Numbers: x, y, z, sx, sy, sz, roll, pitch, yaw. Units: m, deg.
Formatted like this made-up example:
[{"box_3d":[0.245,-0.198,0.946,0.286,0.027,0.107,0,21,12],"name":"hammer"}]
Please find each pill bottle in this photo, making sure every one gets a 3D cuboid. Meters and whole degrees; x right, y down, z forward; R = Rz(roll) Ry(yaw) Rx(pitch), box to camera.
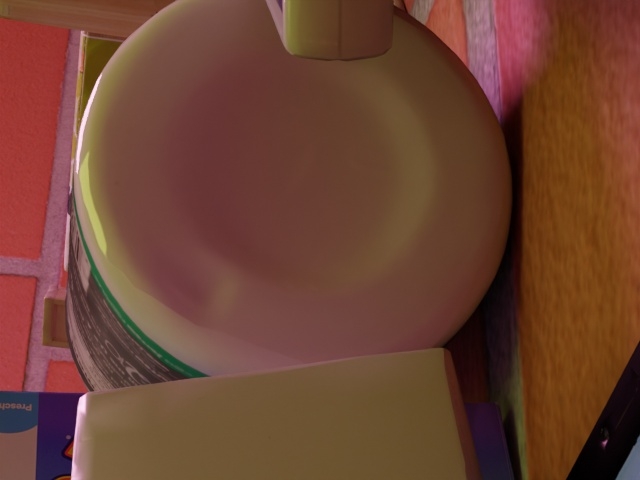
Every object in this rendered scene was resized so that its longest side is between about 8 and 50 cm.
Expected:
[{"box_3d":[-0.040,0.020,0.787,0.361,0.204,0.204,121,153,-70],"name":"pill bottle"}]

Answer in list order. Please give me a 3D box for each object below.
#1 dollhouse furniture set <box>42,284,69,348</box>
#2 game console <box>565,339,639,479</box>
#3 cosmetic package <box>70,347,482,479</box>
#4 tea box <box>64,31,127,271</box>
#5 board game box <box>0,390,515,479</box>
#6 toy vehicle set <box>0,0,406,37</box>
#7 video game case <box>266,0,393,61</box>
[{"box_3d":[-0.116,0.001,1.105,0.101,0.181,0.161,-88,5,-71],"name":"dollhouse furniture set"},{"box_3d":[0.114,0.044,0.318,0.213,0.044,0.361,-93,12,-44],"name":"game console"},{"box_3d":[0.001,0.196,0.461,0.225,0.138,0.224,-99,0,-51],"name":"cosmetic package"},{"box_3d":[-0.107,-0.180,1.288,0.329,0.219,0.324,-93,13,-45],"name":"tea box"},{"box_3d":[-0.062,0.203,0.701,0.347,0.233,0.078,106,163,-49],"name":"board game box"},{"box_3d":[-0.078,-0.181,0.967,0.166,0.266,0.035,-97,17,-59],"name":"toy vehicle set"},{"box_3d":[-0.007,-0.238,0.503,0.329,0.036,0.300,-107,17,-73],"name":"video game case"}]
